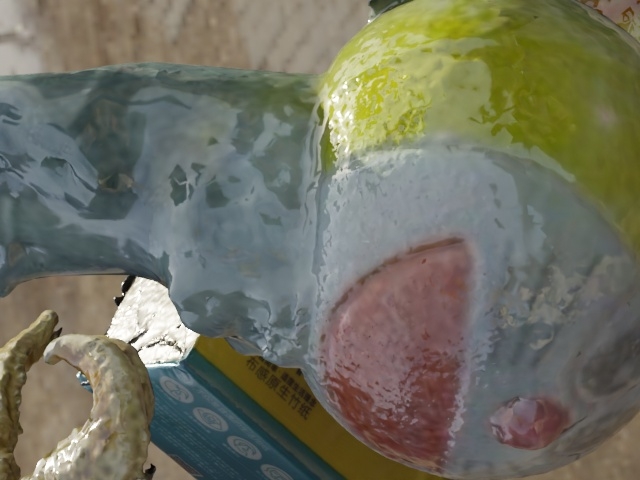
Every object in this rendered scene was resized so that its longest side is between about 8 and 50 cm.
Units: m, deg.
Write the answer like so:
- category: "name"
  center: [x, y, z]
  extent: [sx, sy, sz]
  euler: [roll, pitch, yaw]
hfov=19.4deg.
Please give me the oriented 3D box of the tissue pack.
- category: "tissue pack"
  center: [-0.029, 0.131, 1.452]
  extent: [0.271, 0.134, 0.192]
  euler: [43, 152, -22]

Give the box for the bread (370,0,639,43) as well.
- category: "bread"
  center: [0.133, -0.122, 1.064]
  extent: [0.178, 0.135, 0.240]
  euler: [-11, 79, 30]

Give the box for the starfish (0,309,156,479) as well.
- category: "starfish"
  center: [-0.213, 0.185, 1.133]
  extent: [0.432, 0.082, 0.324]
  euler: [-11, 61, 69]

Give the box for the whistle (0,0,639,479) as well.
- category: "whistle"
  center: [0.000, 0.000, 0.447]
  extent: [0.123, 0.223, 0.123]
  euler: [-176, 90, -89]
